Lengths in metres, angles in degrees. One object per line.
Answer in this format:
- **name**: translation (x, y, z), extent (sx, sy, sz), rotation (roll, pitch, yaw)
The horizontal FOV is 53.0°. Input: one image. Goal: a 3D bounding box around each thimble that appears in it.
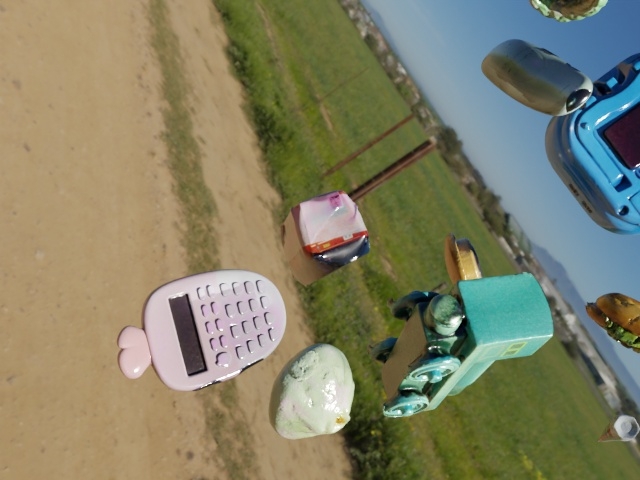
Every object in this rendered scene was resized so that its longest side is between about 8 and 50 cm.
- **thimble**: translation (0.619, -0.664, 1.582), extent (0.219, 0.218, 0.150), rotation (45, 62, -35)

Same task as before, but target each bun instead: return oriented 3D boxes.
- **bun**: translation (0.000, 0.441, 1.792), extent (0.187, 0.293, 0.293), rotation (25, -4, 34)

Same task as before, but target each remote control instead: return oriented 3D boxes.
- **remote control**: translation (0.342, -0.271, 1.040), extent (0.045, 0.097, 0.256), rotation (42, 8, -37)

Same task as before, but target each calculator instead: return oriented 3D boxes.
- **calculator**: translation (-0.107, 0.082, 0.593), extent (0.165, 0.024, 0.103), rotation (-14, 90, -29)

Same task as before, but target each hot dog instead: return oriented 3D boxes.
- **hot dog**: translation (0.728, 0.211, 1.374), extent (0.337, 0.100, 0.135), rotation (24, -8, 14)

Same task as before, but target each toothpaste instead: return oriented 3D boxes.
- **toothpaste**: translation (0.534, 0.337, 1.150), extent (0.043, 0.067, 0.194), rotation (53, 2, 24)

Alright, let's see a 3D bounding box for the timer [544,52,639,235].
- **timer**: translation (0.641, -0.196, 1.280), extent (0.309, 0.340, 0.115), rotation (54, -6, 4)

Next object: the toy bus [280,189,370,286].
- **toy bus**: translation (0.000, 0.000, 1.272), extent (0.302, 0.127, 0.147), rotation (141, -73, -78)

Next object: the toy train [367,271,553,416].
- **toy train**: translation (0.180, 0.155, 0.899), extent (0.298, 0.194, 0.120), rotation (103, -22, -59)

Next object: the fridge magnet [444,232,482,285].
- **fridge magnet**: translation (0.283, 0.052, 1.278), extent (0.143, 0.062, 0.143), rotation (-16, 90, -81)
